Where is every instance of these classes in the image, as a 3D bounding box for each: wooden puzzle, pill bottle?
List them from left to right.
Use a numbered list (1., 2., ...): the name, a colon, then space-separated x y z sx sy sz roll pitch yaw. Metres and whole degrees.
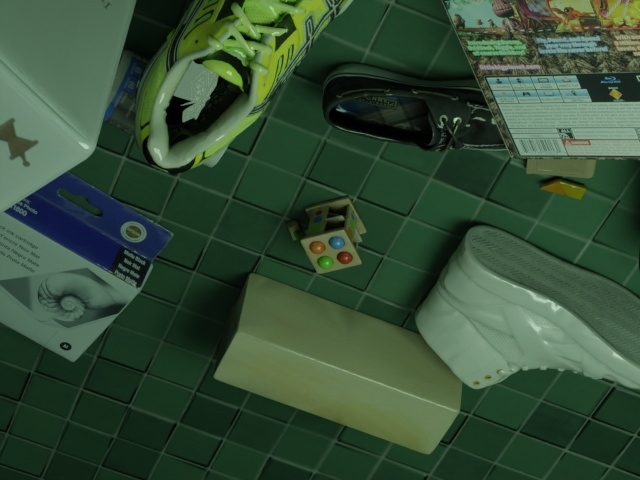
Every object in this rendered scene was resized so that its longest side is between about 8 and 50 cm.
1. pill bottle: -0.158 -0.134 1.859 0.137 0.078 0.078 26 130 -14
2. wooden puzzle: 0.251 -0.094 1.874 0.078 0.014 0.116 7 132 -2

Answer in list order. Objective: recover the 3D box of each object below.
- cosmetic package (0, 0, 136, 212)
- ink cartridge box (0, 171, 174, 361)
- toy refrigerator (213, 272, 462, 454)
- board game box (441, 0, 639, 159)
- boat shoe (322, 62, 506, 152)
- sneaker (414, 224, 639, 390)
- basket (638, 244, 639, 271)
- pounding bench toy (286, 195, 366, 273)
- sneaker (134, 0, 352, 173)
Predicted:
1. cosmetic package: -0.385 -0.219 1.575 0.329 0.394 0.327 -30 121 26
2. ink cartridge box: -0.315 0.018 2.039 0.223 0.045 0.224 30 128 -17
3. toy refrigerator: 0.021 0.144 2.059 0.269 0.102 0.094 20 131 -10
4. board game box: 0.250 -0.224 1.627 0.232 0.141 0.291 3 136 36
5. boat shoe: 0.111 -0.124 1.822 0.228 0.076 0.080 14 129 1
6. sneaker: 0.250 0.112 2.001 0.292 0.108 0.169 30 131 -4
7. basket: 0.407 -0.043 1.807 0.204 0.154 0.227 7 135 0
8. pounding bench toy: 0.000 0.000 1.960 0.083 0.065 0.052 -14 128 20
9. sneaker: -0.047 -0.214 1.698 0.145 0.147 0.385 27 114 -13
